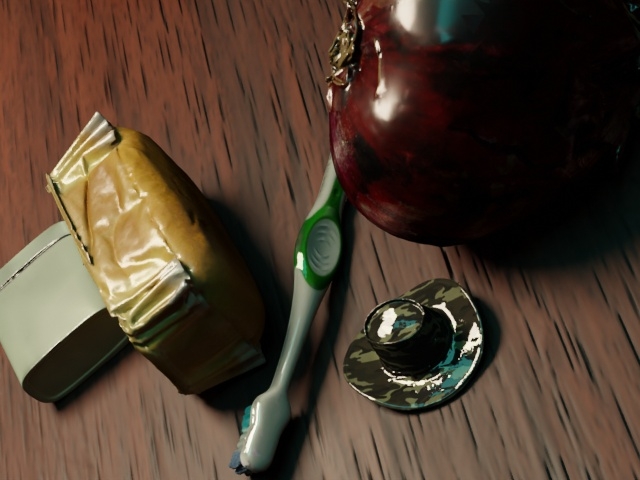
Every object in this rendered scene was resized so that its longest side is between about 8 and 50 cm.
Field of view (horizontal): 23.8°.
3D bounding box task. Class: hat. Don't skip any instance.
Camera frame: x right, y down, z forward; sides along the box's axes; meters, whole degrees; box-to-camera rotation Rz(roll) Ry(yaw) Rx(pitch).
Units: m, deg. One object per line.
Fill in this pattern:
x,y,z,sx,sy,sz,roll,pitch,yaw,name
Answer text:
0.062,0.072,1.145,0.121,0.050,0.121,-20,50,26,hat

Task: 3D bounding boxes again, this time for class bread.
-0.135,0.009,1.270,0.107,0.136,0.241,-37,46,3,bread

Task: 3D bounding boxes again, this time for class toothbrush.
0.002,-0.002,1.247,0.040,0.042,0.418,-32,36,58,toothbrush

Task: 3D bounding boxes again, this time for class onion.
0.117,-0.125,1.147,0.281,0.281,0.221,-49,2,-6,onion

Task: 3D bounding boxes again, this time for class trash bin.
-0.235,0.062,1.354,0.116,0.059,0.130,-41,45,5,trash bin
